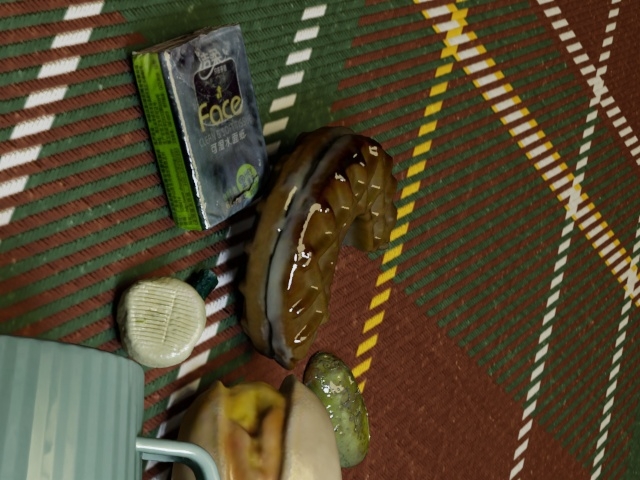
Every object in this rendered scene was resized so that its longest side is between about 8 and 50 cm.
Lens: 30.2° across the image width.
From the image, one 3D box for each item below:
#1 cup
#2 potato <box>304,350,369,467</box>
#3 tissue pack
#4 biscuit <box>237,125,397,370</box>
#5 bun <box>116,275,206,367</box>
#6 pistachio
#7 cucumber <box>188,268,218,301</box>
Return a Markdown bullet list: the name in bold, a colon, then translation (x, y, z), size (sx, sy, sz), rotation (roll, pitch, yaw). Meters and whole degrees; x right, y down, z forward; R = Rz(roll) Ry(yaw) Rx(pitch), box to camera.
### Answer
- **cup**: translation (-0.279, 0.309, 1.126), size (0.401, 0.310, 0.392), rotation (17, 70, -38)
- **potato**: translation (0.034, 0.260, 1.792), size (0.119, 0.054, 0.197), rotation (-29, 112, -54)
- **tissue pack**: translation (-0.147, -0.150, 1.533), size (0.173, 0.073, 0.235), rotation (-34, 118, -53)
- **biscuit**: translation (0.003, -0.019, 1.658), size (0.366, 0.115, 0.268), rotation (-56, 153, -42)
- **bun**: translation (-0.195, 0.101, 1.446), size (0.069, 0.115, 0.115), rotation (118, -17, -72)
- **pistachio**: translation (-0.082, 0.328, 1.507), size (0.230, 0.230, 0.308), rotation (2, 83, -54)
- **cucumber**: translation (-0.176, 0.090, 1.520), size (0.133, 0.032, 0.032), rotation (-55, 131, -38)
